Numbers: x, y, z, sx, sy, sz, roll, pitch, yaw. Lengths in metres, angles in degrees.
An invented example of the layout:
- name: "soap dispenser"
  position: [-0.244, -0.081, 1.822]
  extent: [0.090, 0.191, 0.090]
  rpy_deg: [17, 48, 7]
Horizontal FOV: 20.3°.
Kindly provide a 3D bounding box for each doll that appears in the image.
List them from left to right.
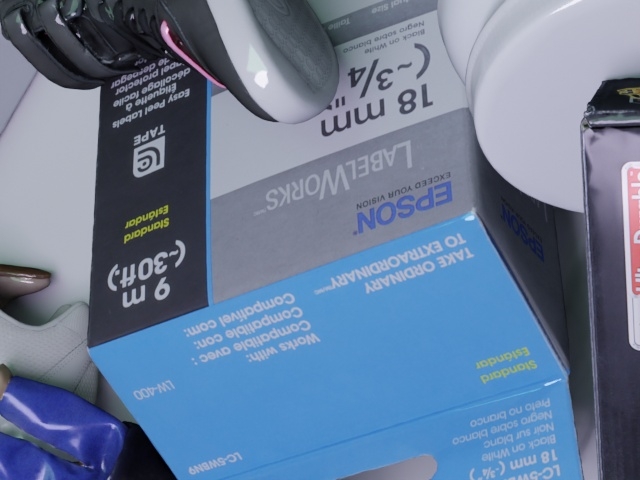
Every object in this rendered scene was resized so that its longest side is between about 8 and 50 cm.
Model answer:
- name: "doll"
  position: [-0.118, 0.138, 1.066]
  extent: [0.189, 0.046, 0.129]
  rpy_deg: [27, 76, -4]

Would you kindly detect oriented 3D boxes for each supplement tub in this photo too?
- name: "supplement tub"
  position: [0.148, -0.169, 0.887]
  extent: [0.191, 0.191, 0.272]
  rpy_deg: [-21, 49, 23]

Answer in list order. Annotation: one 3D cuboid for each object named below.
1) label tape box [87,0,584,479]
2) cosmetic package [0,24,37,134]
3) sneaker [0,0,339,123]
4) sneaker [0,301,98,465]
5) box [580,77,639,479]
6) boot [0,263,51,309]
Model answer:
- name: "label tape box"
  position: [0.000, 0.000, 0.970]
  extent: [0.240, 0.106, 0.334]
  rpy_deg: [-20, 52, 24]
- name: "cosmetic package"
  position: [-0.263, -0.268, 1.211]
  extent: [0.284, 0.097, 0.377]
  rpy_deg: [36, 100, 25]
- name: "sneaker"
  position: [-0.091, -0.115, 0.969]
  extent: [0.147, 0.104, 0.296]
  rpy_deg: [-38, 38, 9]
- name: "sneaker"
  position: [-0.264, 0.069, 1.124]
  extent: [0.262, 0.099, 0.121]
  rpy_deg: [10, 82, -10]
- name: "box"
  position: [0.265, 0.075, 0.762]
  extent: [0.293, 0.073, 0.296]
  rpy_deg: [1, 108, 16]
- name: "boot"
  position: [-0.232, 0.057, 1.187]
  extent: [0.118, 0.042, 0.087]
  rpy_deg: [6, 92, 29]
